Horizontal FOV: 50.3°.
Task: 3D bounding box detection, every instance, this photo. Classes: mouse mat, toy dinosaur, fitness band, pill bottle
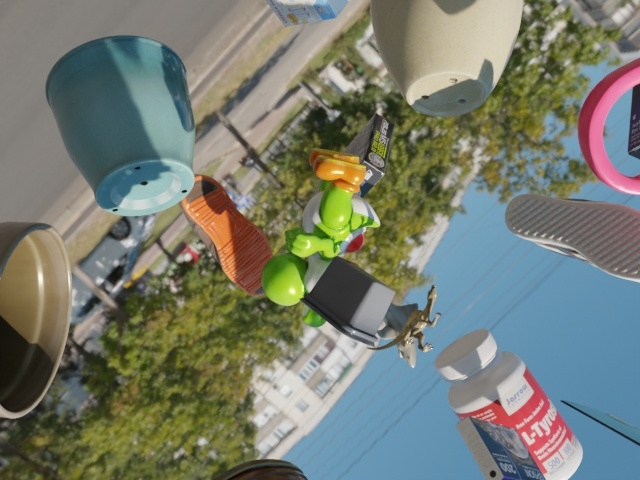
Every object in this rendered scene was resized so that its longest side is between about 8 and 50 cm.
[{"bbox_3d":[0.384,0.236,0.810,0.153,0.190,0.007,28,-88,44],"label":"mouse mat"},{"bbox_3d":[0.170,0.169,1.266,0.183,0.053,0.092,-48,-157,14],"label":"toy dinosaur"},{"bbox_3d":[0.542,-0.192,1.057,0.291,0.209,0.054,-25,-163,0],"label":"fitness band"},{"bbox_3d":[0.487,0.447,1.807,0.229,0.407,0.229,-35,-177,2],"label":"pill bottle"}]

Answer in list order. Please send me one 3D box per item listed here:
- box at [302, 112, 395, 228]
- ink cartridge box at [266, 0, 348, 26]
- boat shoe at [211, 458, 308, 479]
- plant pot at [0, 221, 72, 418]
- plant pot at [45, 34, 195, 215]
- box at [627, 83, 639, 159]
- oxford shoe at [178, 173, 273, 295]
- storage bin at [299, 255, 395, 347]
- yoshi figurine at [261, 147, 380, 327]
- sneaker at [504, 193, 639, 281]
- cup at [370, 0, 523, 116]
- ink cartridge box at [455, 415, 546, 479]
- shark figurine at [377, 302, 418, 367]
[{"bbox_3d":[0.068,-0.152,1.654,0.270,0.060,0.216,-47,-162,38],"label":"box"},{"bbox_3d":[-0.026,-0.417,1.116,0.143,0.092,0.090,7,-123,46],"label":"ink cartridge box"},{"bbox_3d":[-0.117,0.359,0.854,0.104,0.307,0.110,23,-75,44],"label":"boat shoe"},{"bbox_3d":[-0.610,0.116,1.132,0.323,0.281,0.323,6,90,-90],"label":"plant pot"},{"bbox_3d":[-0.354,-0.197,1.288,0.272,0.255,0.271,-18,156,-8],"label":"plant pot"},{"bbox_3d":[0.732,-0.275,1.401,0.153,0.108,0.207,138,-32,-64],"label":"box"},{"bbox_3d":[-0.228,-0.019,1.643,0.130,0.363,0.133,-39,-149,-18],"label":"oxford shoe"},{"bbox_3d":[0.051,0.090,1.045,0.135,0.098,0.091,35,-84,50],"label":"storage bin"},{"bbox_3d":[-0.027,-0.002,1.387,0.204,0.203,0.362,-6,112,-46],"label":"yoshi figurine"},{"bbox_3d":[0.513,-0.014,1.264,0.321,0.127,0.126,26,-79,40],"label":"sneaker"},{"bbox_3d":[0.268,-0.408,1.459,0.331,0.331,0.236,-33,-131,58],"label":"cup"},{"bbox_3d":[0.405,0.485,1.458,0.045,0.206,0.208,-45,-136,21],"label":"ink cartridge box"},{"bbox_3d":[0.188,0.181,1.749,0.116,0.278,0.166,-27,-145,23],"label":"shark figurine"}]
